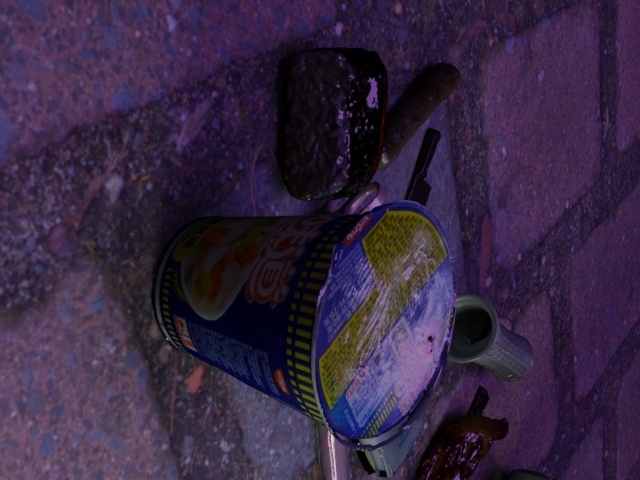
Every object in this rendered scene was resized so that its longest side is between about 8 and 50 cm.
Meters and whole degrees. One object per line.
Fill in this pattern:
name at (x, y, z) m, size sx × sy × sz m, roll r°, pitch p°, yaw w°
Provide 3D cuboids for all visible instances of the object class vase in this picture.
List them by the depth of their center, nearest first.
vase at (0.357, 0.220, 1.611) m, size 0.299 × 0.143 × 0.143 m, roll 33°, pitch 72°, yaw -52°

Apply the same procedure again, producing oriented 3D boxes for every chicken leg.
chicken leg at (0.311, 0.468, 1.633) m, size 0.322 × 0.083 × 0.177 m, roll -48°, pitch 132°, yaw -29°

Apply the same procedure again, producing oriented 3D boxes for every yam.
yam at (0.162, -0.222, 1.329) m, size 0.274 × 0.061 × 0.061 m, roll -51°, pitch 133°, yaw -31°

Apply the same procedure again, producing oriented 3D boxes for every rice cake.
rice cake at (0.024, 0.389, 1.292) m, size 0.055 × 0.049 × 0.269 m, roll -17°, pitch 112°, yaw -34°

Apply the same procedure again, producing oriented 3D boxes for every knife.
knife at (0.184, -0.089, 1.421) m, size 0.072 × 0.019 × 0.245 m, roll 32°, pitch 76°, yaw -54°

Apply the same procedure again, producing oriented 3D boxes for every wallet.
wallet at (0.109, 0.287, 1.362) m, size 0.176 × 0.075 × 0.250 m, roll -51°, pitch 134°, yaw -40°

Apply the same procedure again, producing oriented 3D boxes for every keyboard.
keyboard at (0.338, 0.426, 1.723) m, size 0.195 × 0.018 × 0.060 m, roll -59°, pitch 140°, yaw -24°

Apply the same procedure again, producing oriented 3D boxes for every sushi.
sushi at (0.018, -0.164, 1.099) m, size 0.126 × 0.136 × 0.225 m, roll -20°, pitch 120°, yaw -45°

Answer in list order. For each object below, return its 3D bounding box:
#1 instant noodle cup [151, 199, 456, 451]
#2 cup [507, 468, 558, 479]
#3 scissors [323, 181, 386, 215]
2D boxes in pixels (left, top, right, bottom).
instant noodle cup at (-0.036, 0.077, 0.935) m, size 0.284 × 0.313 × 0.284 m, roll -12°, pitch 106°, yaw -49°
cup at (0.503, 0.750, 1.781) m, size 0.392 × 0.310 × 0.401 m, roll -56°, pitch 130°, yaw -21°
scissors at (0.000, 0.000, 1.157) m, size 0.242 × 0.118 × 0.030 m, roll -50°, pitch 118°, yaw -13°
